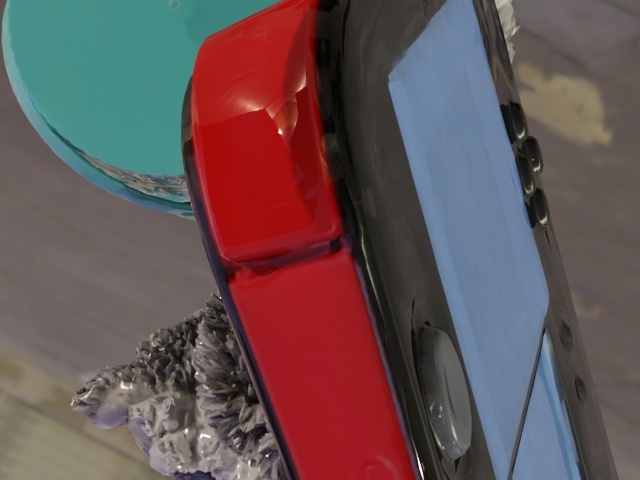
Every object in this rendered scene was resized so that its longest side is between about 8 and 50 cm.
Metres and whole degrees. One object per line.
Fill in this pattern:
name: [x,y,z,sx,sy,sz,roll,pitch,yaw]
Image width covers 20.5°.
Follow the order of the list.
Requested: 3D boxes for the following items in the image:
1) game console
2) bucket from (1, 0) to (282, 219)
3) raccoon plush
game console: [0.064,0.054,0.675,0.060,0.342,0.386,-18,-169,16]
bucket: [-0.091,-0.151,1.291,0.281,0.281,0.183,25,178,9]
raccoon plush: [0.000,0.000,1.241,0.299,0.446,0.216,14,179,43]
